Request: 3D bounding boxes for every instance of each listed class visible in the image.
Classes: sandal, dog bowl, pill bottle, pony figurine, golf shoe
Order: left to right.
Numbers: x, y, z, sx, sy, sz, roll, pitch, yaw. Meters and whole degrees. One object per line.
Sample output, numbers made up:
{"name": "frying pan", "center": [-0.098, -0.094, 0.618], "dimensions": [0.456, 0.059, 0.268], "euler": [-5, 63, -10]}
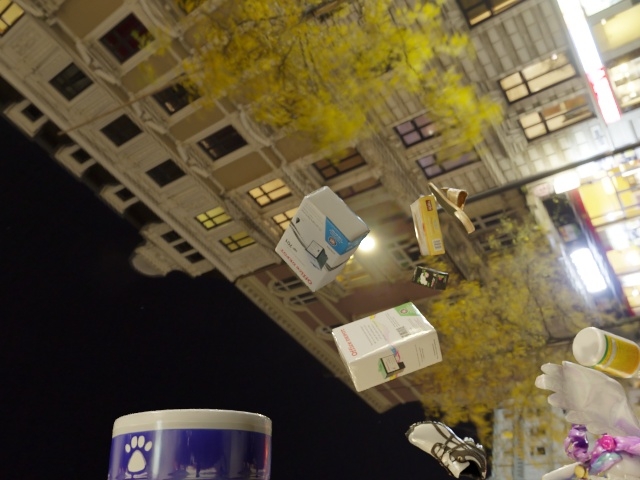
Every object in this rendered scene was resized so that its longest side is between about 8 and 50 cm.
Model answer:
{"name": "dog bowl", "center": [-0.215, 0.360, 0.895], "dimensions": [0.265, 0.265, 0.104], "euler": [30, -131, -46]}
{"name": "golf shoe", "center": [0.290, 0.479, 1.201], "dimensions": [0.198, 0.077, 0.094], "euler": [20, -158, -3]}
{"name": "sandal", "center": [0.420, -0.114, 1.608], "dimensions": [0.088, 0.079, 0.240], "euler": [56, -175, -42]}
{"name": "pill bottle", "center": [0.878, 0.343, 1.584], "dimensions": [0.209, 0.117, 0.117], "euler": [19, -128, -14]}
{"name": "pony figurine", "center": [0.560, 0.406, 0.963], "dimensions": [0.351, 0.363, 0.302], "euler": [8, -137, -7]}

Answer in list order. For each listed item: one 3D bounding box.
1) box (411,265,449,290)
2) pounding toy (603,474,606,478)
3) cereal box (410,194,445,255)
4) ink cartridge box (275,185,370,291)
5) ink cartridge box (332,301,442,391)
{"name": "box", "center": [0.322, 0.110, 1.550], "dimensions": [0.062, 0.083, 0.052], "euler": [10, -84, -45]}
{"name": "pounding toy", "center": [0.827, 0.643, 1.443], "dimensions": [0.100, 0.130, 0.141], "euler": [40, -169, 25]}
{"name": "cereal box", "center": [0.324, -0.040, 1.616], "dimensions": [0.240, 0.048, 0.172], "euler": [36, -137, -86]}
{"name": "ink cartridge box", "center": [0.000, 0.000, 1.156], "dimensions": [0.139, 0.190, 0.082], "euler": [46, -135, 14]}
{"name": "ink cartridge box", "center": [0.199, 0.322, 1.632], "dimensions": [0.201, 0.278, 0.117], "euler": [-124, 17, -66]}
